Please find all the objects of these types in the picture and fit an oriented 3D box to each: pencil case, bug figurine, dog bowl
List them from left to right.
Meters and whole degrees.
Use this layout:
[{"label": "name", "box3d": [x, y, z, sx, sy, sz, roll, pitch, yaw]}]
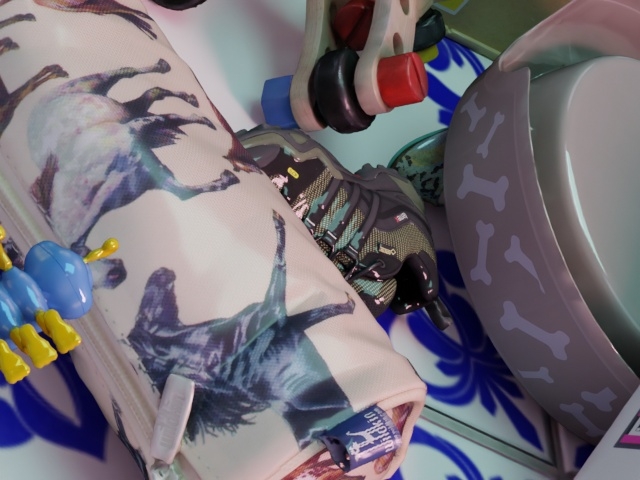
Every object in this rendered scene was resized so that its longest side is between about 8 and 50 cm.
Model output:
[{"label": "bug figurine", "box3d": [-0.138, 0.130, 0.921, 0.216, 0.072, 0.279, -28, 74, -20]}, {"label": "pencil case", "box3d": [-0.114, -0.016, 1.083, 0.410, 0.160, 0.183, 54, 24, 12]}, {"label": "dog bowl", "box3d": [0.224, -0.005, 1.419, 0.348, 0.102, 0.349, 25, 52, -38]}]

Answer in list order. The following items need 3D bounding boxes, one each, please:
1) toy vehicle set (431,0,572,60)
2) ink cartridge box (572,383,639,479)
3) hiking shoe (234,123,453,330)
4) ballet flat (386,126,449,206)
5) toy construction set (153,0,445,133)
[{"label": "toy vehicle set", "box3d": [0.112, -0.240, 1.555, 0.266, 0.166, 0.035, 23, 40, -31]}, {"label": "ink cartridge box", "box3d": [0.257, 0.158, 1.257, 0.371, 0.069, 0.176, -50, 122, -34]}, {"label": "hiking shoe", "box3d": [0.000, 0.000, 1.253, 0.227, 0.086, 0.114, 9, 45, -43]}, {"label": "ballet flat", "box3d": [0.123, -0.051, 1.452, 0.188, 0.070, 0.070, -15, 66, -51]}, {"label": "toy construction set", "box3d": [0.053, -0.239, 1.395, 0.257, 0.309, 0.237, 55, 29, 0]}]
